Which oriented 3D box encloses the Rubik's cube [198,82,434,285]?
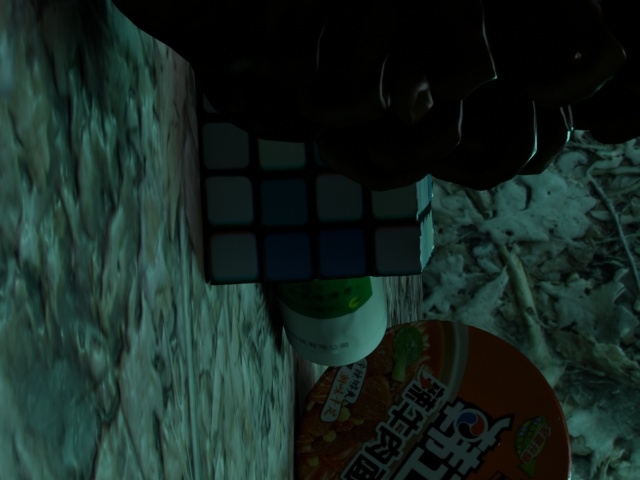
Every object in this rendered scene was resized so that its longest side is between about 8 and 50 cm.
[{"bbox_3d":[0.001,-0.054,1.369,0.154,0.151,0.155,-39,127,-80],"label":"Rubik's cube"}]

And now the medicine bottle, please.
[{"bbox_3d":[0.000,0.000,1.587,0.260,0.095,0.095,81,10,-53],"label":"medicine bottle"}]

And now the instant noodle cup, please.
[{"bbox_3d":[0.096,0.220,1.827,0.192,0.250,0.250,98,-7,-70],"label":"instant noodle cup"}]

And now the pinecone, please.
[{"bbox_3d":[0.063,-0.220,0.970,0.398,0.397,0.398,-2,90,-84],"label":"pinecone"}]
